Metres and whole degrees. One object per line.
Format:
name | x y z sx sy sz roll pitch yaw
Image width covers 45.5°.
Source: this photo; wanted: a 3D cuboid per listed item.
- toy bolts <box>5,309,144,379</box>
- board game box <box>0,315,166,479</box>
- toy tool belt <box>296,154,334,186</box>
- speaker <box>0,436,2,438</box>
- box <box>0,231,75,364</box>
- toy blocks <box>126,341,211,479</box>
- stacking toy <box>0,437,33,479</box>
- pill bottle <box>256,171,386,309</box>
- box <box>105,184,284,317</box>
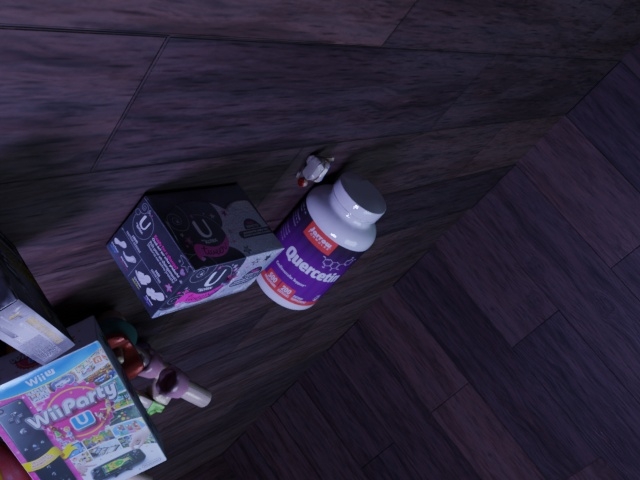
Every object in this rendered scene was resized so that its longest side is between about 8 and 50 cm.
toy bolts | -0.469 0.199 1.453 0.229 0.158 0.218 -25 121 -9
board game box | -0.442 0.315 1.370 0.224 0.097 0.303 -25 120 -9
toy tool belt | -0.007 -0.141 1.556 0.051 0.052 0.083 -11 151 -41
speaker | -0.687 0.441 1.700 0.136 0.055 0.055 -34 164 -10
box | -0.413 0.051 0.982 0.056 0.183 0.231 -34 163 -13
toy blocks | -0.461 0.336 1.644 0.260 0.309 0.288 40 81 -44
stacking toy | -0.672 0.469 1.362 0.351 0.350 0.480 -32 156 -20
pill bottle | 0.000 0.000 1.721 0.181 0.181 0.323 -15 152 -54
box | -0.211 0.012 1.334 0.142 0.163 0.247 -46 162 31
